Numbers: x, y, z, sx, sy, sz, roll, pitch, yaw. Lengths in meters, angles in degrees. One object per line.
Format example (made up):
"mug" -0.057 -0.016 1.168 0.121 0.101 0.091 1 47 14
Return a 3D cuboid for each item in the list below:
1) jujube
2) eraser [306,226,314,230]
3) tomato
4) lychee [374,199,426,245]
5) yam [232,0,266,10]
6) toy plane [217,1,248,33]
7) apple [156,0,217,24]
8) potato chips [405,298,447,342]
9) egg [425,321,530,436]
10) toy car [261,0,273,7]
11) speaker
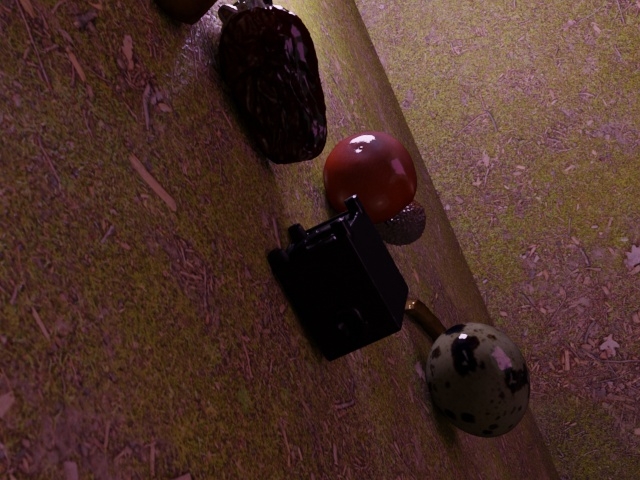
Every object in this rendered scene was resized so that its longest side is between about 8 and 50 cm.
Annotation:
"jujube" -0.092 -0.333 1.642 0.216 0.216 0.342 -43 116 -71
"eraser" 0.000 0.000 1.723 0.122 0.052 0.029 32 41 -62
"tomato" 0.130 -0.165 1.988 0.224 0.256 0.255 71 10 -47
"lychee" 0.246 -0.062 2.321 0.197 0.165 0.165 9 60 -70
"yam" -0.133 -0.512 1.908 0.259 0.093 0.093 47 26 -44
"toy plane" -0.136 -0.473 1.785 0.286 0.092 0.108 28 19 -48
"apple" -0.254 -0.517 1.486 0.163 0.146 0.147 63 14 -7
"potato chips" 0.346 0.271 2.375 0.407 0.057 0.080 47 40 -48
"egg" 0.452 0.404 2.153 0.287 0.288 0.379 -89 165 -52
"toy car" -0.167 -0.645 1.988 0.070 0.080 0.170 44 28 -51
"speaker" 0.043 0.073 1.549 0.253 0.184 0.232 60 19 -11
